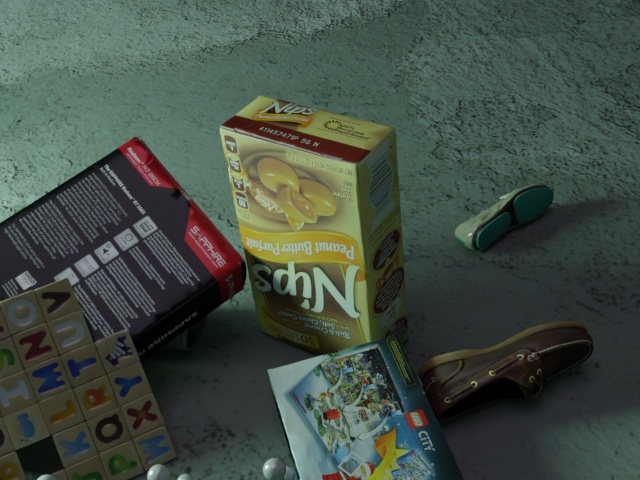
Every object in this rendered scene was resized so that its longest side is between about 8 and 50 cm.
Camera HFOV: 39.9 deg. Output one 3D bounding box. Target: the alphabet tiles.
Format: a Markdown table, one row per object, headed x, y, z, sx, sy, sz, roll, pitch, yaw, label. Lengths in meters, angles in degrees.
| x | y | z | sx | sy | sz | roll | pitch | yaw | label |
| --- | --- | --- | --- | --- | --- | --- | --- | --- | --- |
| -0.293 | 0.171 | 0.975 | 0.198 | 0.237 | 0.009 | -21 | 1 | -17 | alphabet tiles |

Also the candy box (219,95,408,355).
| x | y | z | sx | sy | sz | roll | pitch | yaw | label |
| --- | --- | --- | --- | --- | --- | --- | --- | --- | --- |
| 0.000 | 0.000 | 1.041 | 0.183 | 0.316 | 0.087 | 19 | 44 | 30 | candy box |

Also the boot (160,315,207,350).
| x | y | z | sx | sy | sz | roll | pitch | yaw | label |
| --- | --- | --- | --- | --- | --- | --- | --- | --- | --- |
| -0.267 | 0.125 | 1.141 | 0.209 | 0.076 | 0.189 | 11 | 47 | 9 | boot |

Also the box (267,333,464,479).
| x | y | z | sx | sy | sz | roll | pitch | yaw | label |
| --- | --- | --- | --- | --- | --- | --- | --- | --- | --- |
| 0.048 | 0.219 | 0.947 | 0.159 | 0.044 | 0.233 | -14 | 46 | -9 | box |

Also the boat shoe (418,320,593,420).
| x | y | z | sx | sy | sz | roll | pitch | yaw | label |
| --- | --- | --- | --- | --- | --- | --- | --- | --- | --- |
| 0.219 | 0.154 | 1.009 | 0.207 | 0.073 | 0.073 | -18 | 40 | -2 | boat shoe |

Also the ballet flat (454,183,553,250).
| x | y | z | sx | sy | sz | roll | pitch | yaw | label |
| --- | --- | --- | --- | --- | --- | --- | --- | --- | --- |
| 0.262 | -0.042 | 1.268 | 0.168 | 0.057 | 0.052 | -28 | 32 | -25 | ballet flat |

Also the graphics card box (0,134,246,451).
| x | y | z | sx | sy | sz | roll | pitch | yaw | label |
| --- | --- | --- | --- | --- | --- | --- | --- | --- | --- |
| -0.305 | 0.065 | 1.073 | 0.371 | 0.094 | 0.233 | -36 | 73 | -18 | graphics card box |

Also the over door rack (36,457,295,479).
| x | y | z | sx | sy | sz | roll | pitch | yaw | label |
| --- | --- | --- | --- | --- | --- | --- | --- | --- | --- |
| -0.150 | 0.265 | 0.782 | 0.240 | 0.108 | 0.324 | -6 | 1 | 4 | over door rack |
